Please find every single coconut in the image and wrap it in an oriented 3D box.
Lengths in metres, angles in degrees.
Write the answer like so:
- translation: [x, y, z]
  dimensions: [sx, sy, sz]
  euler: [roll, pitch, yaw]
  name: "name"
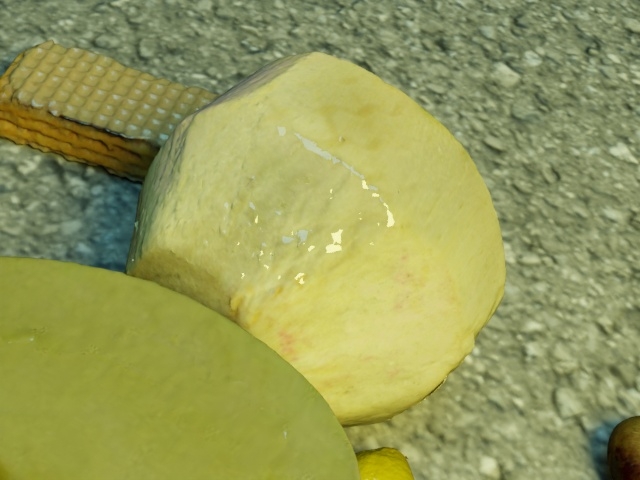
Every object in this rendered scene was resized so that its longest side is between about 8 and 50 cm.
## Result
- translation: [0.000, 0.000, 0.693]
  dimensions: [0.259, 0.259, 0.259]
  euler: [5, 51, -6]
  name: "coconut"

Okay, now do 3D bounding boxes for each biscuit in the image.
- translation: [-0.097, -0.082, 0.852]
  dimensions: [0.378, 0.054, 0.094]
  euler: [17, 50, 4]
  name: "biscuit"

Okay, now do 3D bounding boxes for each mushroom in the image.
- translation: [0.267, 0.171, 0.698]
  dimensions: [0.129, 0.073, 0.088]
  euler: [5, 19, 35]
  name: "mushroom"

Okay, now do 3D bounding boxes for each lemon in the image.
- translation: [0.031, 0.178, 0.662]
  dimensions: [0.065, 0.065, 0.092]
  euler: [27, 52, 11]
  name: "lemon"

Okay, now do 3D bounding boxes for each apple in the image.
- translation: [-0.180, 0.166, 0.498]
  dimensions: [0.360, 0.320, 0.312]
  euler: [22, 93, 16]
  name: "apple"
